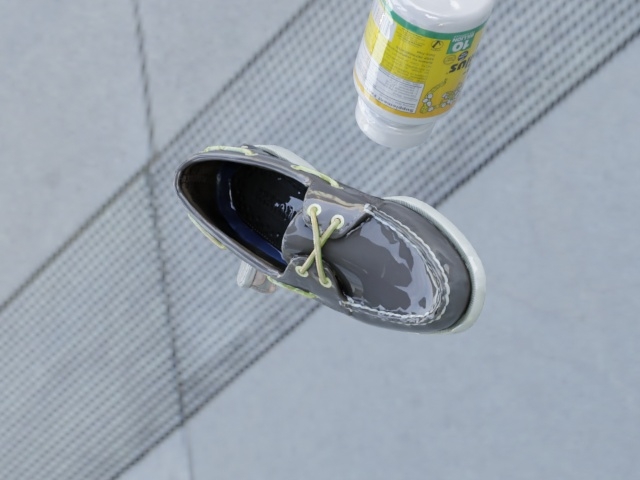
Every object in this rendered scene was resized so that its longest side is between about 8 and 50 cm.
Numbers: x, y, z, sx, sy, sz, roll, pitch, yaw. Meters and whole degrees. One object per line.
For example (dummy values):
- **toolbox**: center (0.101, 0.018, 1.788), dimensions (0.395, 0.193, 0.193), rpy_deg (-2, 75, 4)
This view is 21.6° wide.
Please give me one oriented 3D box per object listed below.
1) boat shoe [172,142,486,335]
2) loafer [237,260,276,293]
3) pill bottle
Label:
- **boat shoe**: center (0.000, 0.000, 1.005), dimensions (0.228, 0.069, 0.081), rpy_deg (26, 108, 43)
- **loafer**: center (-0.043, -0.008, 1.634), dimensions (0.125, 0.039, 0.045), rpy_deg (-68, 18, 7)
- **pill bottle**: center (0.099, -0.194, 1.732), dimensions (0.117, 0.118, 0.208), rpy_deg (55, 149, 28)
